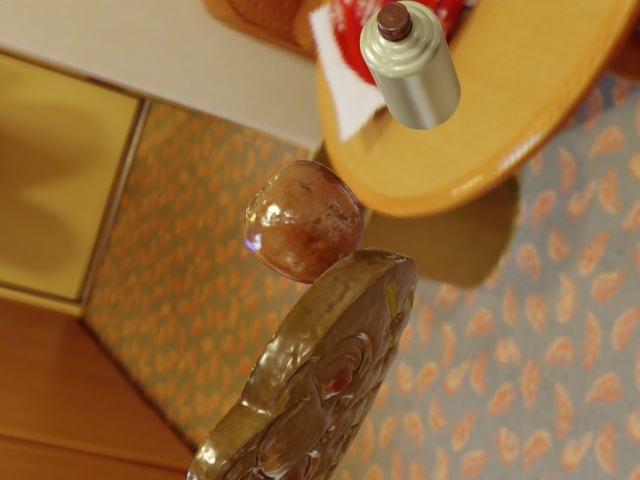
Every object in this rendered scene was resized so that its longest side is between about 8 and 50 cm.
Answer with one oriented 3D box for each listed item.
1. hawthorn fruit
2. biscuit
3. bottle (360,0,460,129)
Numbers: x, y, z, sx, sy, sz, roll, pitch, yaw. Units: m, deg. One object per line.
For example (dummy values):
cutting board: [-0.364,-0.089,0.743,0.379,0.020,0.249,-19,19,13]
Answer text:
hawthorn fruit: [-0.006,-0.016,1.541,0.189,0.149,0.149,26,101,22]
biscuit: [-0.016,0.194,1.369,0.070,0.350,0.394,32,121,19]
bottle: [0.112,-0.229,1.593,0.245,0.104,0.104,49,-131,-68]
